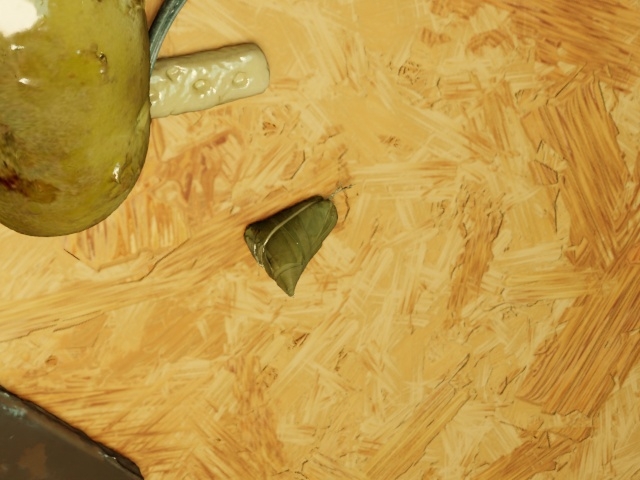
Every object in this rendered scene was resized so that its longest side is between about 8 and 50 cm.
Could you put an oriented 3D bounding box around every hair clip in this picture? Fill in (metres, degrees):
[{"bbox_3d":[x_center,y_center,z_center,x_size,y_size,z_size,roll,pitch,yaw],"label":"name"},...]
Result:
[{"bbox_3d":[-0.149,-0.235,1.058,0.070,0.039,0.230,34,85,-25],"label":"hair clip"}]

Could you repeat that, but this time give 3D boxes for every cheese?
[{"bbox_3d":[-0.146,-0.171,1.105,0.193,0.043,0.065,-17,122,-21],"label":"cheese"}]

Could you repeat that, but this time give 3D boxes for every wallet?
[{"bbox_3d":[-0.357,0.267,1.177,0.309,0.042,0.165,40,92,-31],"label":"wallet"}]

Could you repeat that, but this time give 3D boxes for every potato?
[{"bbox_3d":[-0.270,-0.162,0.930,0.269,0.219,0.359,-4,131,24],"label":"potato"}]

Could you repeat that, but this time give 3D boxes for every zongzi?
[{"bbox_3d":[0.000,0.000,1.191,0.154,0.130,0.062,-26,129,-15],"label":"zongzi"}]
